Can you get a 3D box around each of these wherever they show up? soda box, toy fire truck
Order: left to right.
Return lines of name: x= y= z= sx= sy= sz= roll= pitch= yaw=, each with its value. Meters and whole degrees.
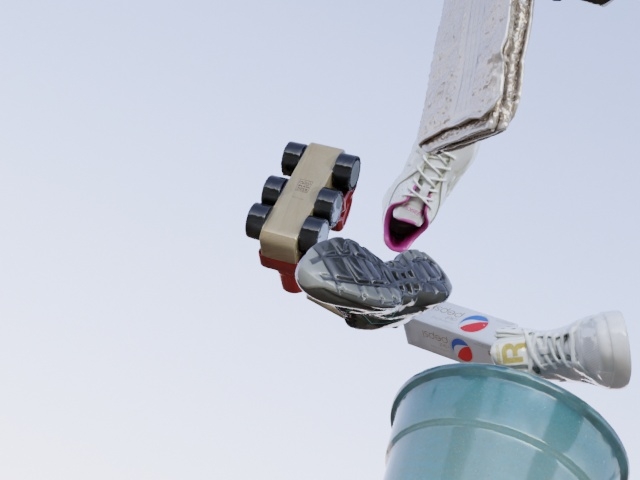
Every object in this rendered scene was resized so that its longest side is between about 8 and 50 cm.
toy fire truck: x=0.000 y=0.000 z=1.785 sx=0.158 sy=0.217 sz=0.246 roll=14 pitch=-39 yaw=16
soda box: x=0.248 y=0.166 z=1.984 sx=0.216 sy=0.074 sz=0.069 roll=16 pitch=-50 yaw=46

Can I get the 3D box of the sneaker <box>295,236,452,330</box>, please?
sneaker: x=0.055 y=0.068 z=1.355 sx=0.106 sy=0.101 sz=0.267 roll=-44 pitch=-32 yaw=26

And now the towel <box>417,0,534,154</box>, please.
towel: x=0.205 y=-0.257 z=1.479 sx=0.049 sy=0.282 sz=0.187 roll=18 pitch=-17 yaw=-24

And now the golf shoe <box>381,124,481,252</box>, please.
golf shoe: x=0.187 y=-0.102 z=1.917 sx=0.115 sy=0.140 sz=0.306 roll=23 pitch=-50 yaw=-1

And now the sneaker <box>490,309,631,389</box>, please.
sneaker: x=0.323 y=0.161 z=1.555 sx=0.169 sy=0.108 sz=0.292 roll=-4 pitch=-12 yaw=1

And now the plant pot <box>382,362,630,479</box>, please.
plant pot: x=0.202 y=0.398 z=1.467 sx=0.341 sy=0.334 sz=0.341 roll=15 pitch=-42 yaw=14

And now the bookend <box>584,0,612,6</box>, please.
bookend: x=0.386 y=-0.349 z=1.376 sx=0.157 sy=0.072 sz=0.156 roll=7 pitch=-26 yaw=-30
